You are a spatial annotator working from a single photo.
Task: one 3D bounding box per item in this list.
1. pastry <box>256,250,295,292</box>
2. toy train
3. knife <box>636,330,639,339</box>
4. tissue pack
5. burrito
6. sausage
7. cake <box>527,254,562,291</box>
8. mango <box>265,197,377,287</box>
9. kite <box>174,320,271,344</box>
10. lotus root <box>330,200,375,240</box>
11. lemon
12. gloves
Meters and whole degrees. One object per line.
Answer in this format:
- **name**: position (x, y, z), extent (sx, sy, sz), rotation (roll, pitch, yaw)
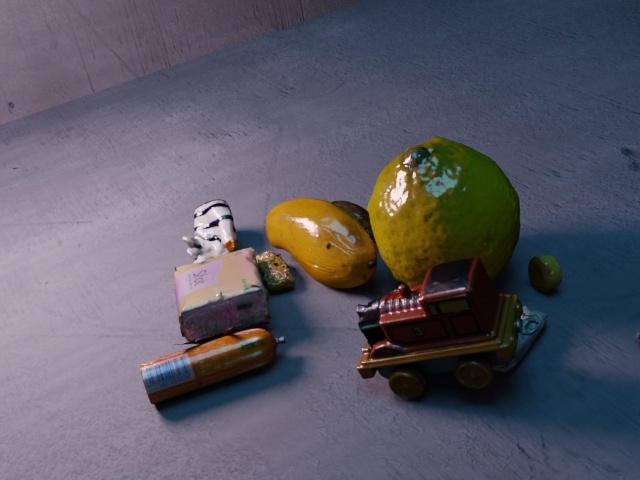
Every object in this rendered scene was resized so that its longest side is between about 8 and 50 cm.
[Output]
- **pastry**: position (-0.115, 0.078, 2.043), extent (0.080, 0.056, 0.140), rotation (-22, 40, -4)
- **toy train**: position (0.234, 0.166, 1.600), extent (0.369, 0.231, 0.163), rotation (-14, 27, 29)
- **knife**: position (0.773, 0.163, 1.652), extent (0.278, 0.053, 0.123), rotation (-23, 30, -20)
- **tissue pack**: position (-0.234, 0.126, 1.939), extent (0.215, 0.123, 0.256), rotation (-15, 23, -7)
- **burrito**: position (0.408, 0.201, 1.696), extent (0.064, 0.064, 0.203), rotation (14, 39, 33)
- **sausage**: position (-0.224, 0.258, 1.759), extent (0.312, 0.093, 0.093), rotation (-18, 33, -11)
- **cake**: position (0.504, 0.073, 1.843), extent (0.044, 0.084, 0.084), rotation (-16, 32, -20)
- **mango**: position (0.000, -0.004, 2.015), extent (0.144, 0.187, 0.359), rotation (0, 28, -48)
- **kite**: position (-0.221, 0.211, 1.798), extent (0.232, 0.009, 0.189), rotation (-13, -12, -26)
- **lotus root**: position (0.061, -0.047, 2.131), extent (0.209, 0.120, 0.120), rotation (20, 44, 38)
- **lemon**: position (0.276, -0.059, 1.854), extent (0.350, 0.387, 0.350), rotation (-14, 47, 16)
- **gloves**: position (-0.284, 0.002, 2.167), extent (0.140, 0.131, 0.218), rotation (-7, 63, 2)
